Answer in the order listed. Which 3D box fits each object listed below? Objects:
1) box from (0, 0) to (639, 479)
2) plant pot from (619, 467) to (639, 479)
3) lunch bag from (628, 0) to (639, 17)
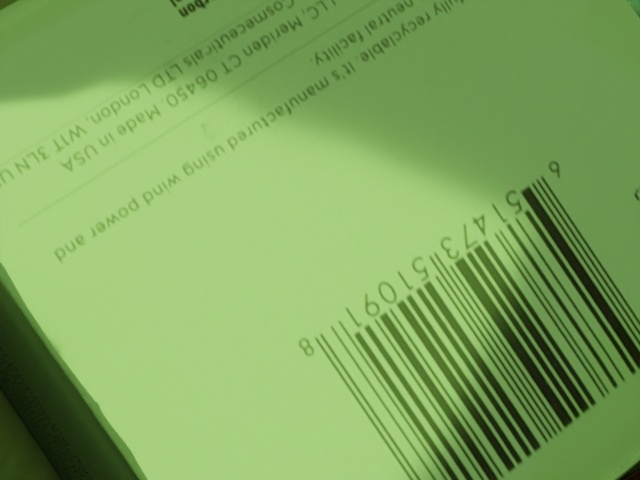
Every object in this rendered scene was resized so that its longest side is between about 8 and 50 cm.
[{"bbox_3d":[0.000,0.000,0.424,0.181,0.119,0.182,-35,92,-20],"label":"box"},{"bbox_3d":[0.207,0.131,0.380,0.267,0.267,0.235,-7,64,-40],"label":"plant pot"},{"bbox_3d":[0.136,-0.131,0.505,0.129,0.096,0.151,5,88,-17],"label":"lunch bag"}]
